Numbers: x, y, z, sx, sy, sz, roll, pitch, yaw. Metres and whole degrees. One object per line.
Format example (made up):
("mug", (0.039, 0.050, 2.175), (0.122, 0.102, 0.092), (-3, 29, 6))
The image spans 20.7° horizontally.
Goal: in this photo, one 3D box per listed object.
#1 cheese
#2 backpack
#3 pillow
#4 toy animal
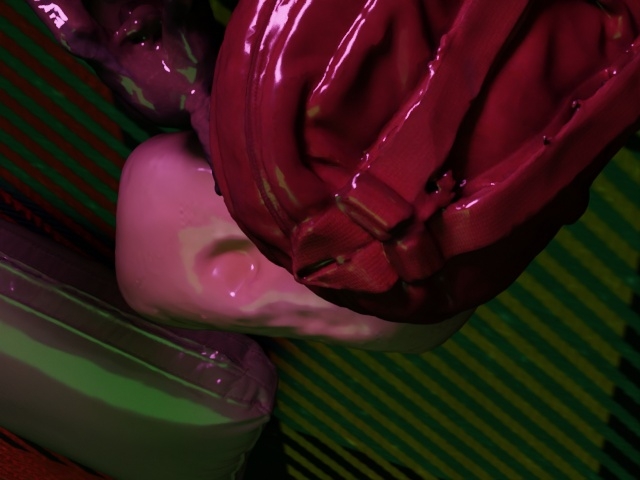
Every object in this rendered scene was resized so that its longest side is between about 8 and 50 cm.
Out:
("cheese", (0.000, 0.000, 0.976), (0.235, 0.117, 0.218), (4, -177, -44))
("backpack", (0.049, -0.067, 0.795), (0.139, 0.229, 0.229), (21, 158, 50))
("pillow", (-0.194, 0.093, 1.346), (0.322, 0.119, 0.255), (24, 152, 0))
("toy animal", (-0.088, -0.122, 0.863), (0.148, 0.084, 0.232), (46, -176, -42))
